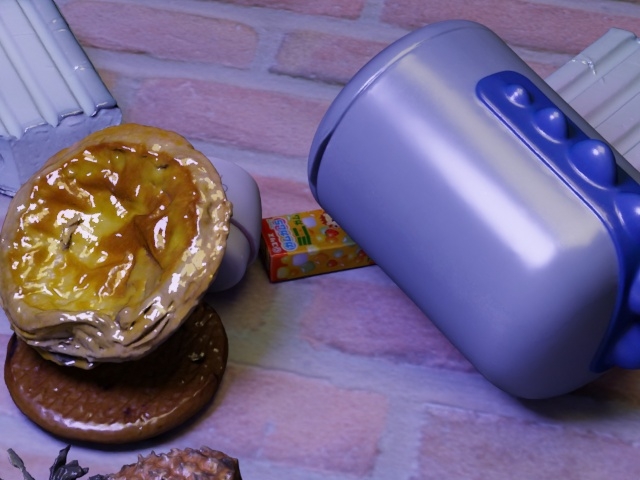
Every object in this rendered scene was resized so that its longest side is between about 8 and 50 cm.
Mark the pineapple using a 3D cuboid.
[{"bbox_3d":[-0.202,0.227,1.274,0.277,0.119,0.130,1,84,1],"label":"pineapple"}]

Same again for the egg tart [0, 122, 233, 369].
[{"bbox_3d":[-0.182,0.012,1.432,0.241,0.106,0.241,-9,62,18],"label":"egg tart"}]

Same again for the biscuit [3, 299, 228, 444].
[{"bbox_3d":[-0.187,0.109,1.464,0.212,0.036,0.212,1,42,-1],"label":"biscuit"}]

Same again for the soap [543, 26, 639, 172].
[{"bbox_3d":[0.301,-0.106,1.693,0.173,0.095,0.289,31,48,28],"label":"soap"}]

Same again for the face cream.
[{"bbox_3d":[-0.114,-0.015,1.545,0.117,0.117,0.104,8,56,7],"label":"face cream"}]

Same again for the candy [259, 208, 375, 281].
[{"bbox_3d":[0.000,0.000,1.598,0.122,0.038,0.062,-9,42,-14],"label":"candy"}]

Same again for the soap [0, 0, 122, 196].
[{"bbox_3d":[-0.322,-0.162,1.739,0.150,0.094,0.261,-19,46,-16],"label":"soap"}]

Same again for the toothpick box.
[{"bbox_3d":[0.180,-0.019,1.443,0.263,0.263,0.355,-25,58,-29],"label":"toothpick box"}]
